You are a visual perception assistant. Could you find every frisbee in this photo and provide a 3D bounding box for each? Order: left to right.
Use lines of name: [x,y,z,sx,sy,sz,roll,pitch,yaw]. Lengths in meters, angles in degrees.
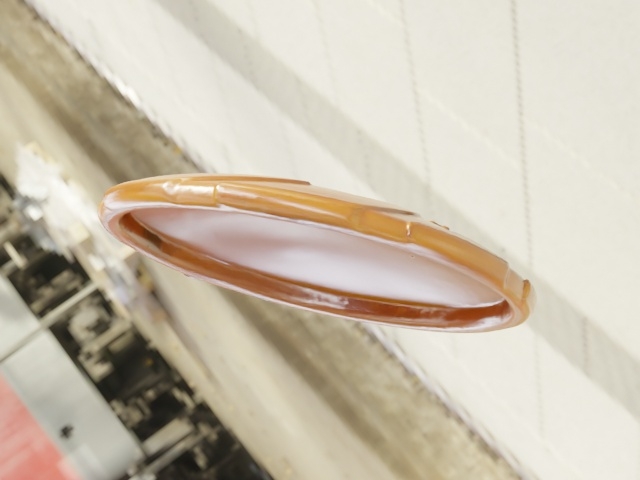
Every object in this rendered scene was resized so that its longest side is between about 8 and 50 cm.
frisbee: [0.000,0.000,0.600,0.192,0.035,0.192,13,168,3]
